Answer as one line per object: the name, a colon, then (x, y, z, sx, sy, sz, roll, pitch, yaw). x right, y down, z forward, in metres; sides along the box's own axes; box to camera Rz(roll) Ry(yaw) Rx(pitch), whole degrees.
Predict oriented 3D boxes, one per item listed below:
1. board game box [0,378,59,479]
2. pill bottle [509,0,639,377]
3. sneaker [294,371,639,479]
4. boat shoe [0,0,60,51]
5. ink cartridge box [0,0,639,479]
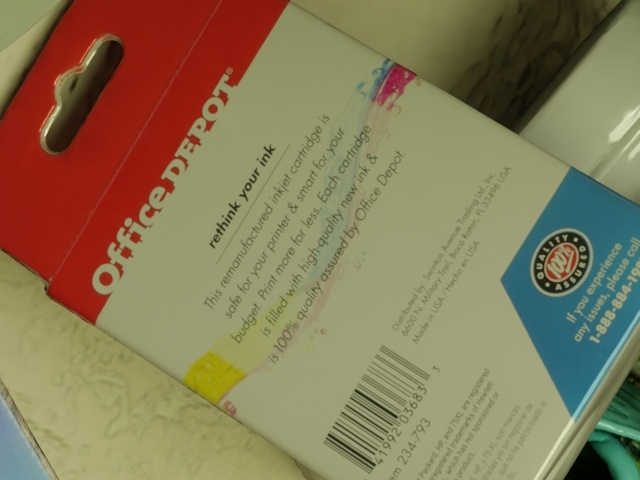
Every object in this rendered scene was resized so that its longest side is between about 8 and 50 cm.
board game box: (-0.227, 0.085, 0.460, 0.291, 0.141, 0.232, -33, 131, -13)
pill bottle: (0.186, 0.016, 0.708, 0.245, 0.136, 0.136, 40, 86, 0)
sneaker: (0.121, 0.097, 0.771, 0.275, 0.110, 0.107, -1, 109, -30)
boat shoe: (-0.180, -0.077, 0.544, 0.227, 0.081, 0.079, -25, 130, -8)
ink cartridge box: (0.000, 0.000, 0.639, 0.134, 0.231, 0.078, -58, 165, 2)
